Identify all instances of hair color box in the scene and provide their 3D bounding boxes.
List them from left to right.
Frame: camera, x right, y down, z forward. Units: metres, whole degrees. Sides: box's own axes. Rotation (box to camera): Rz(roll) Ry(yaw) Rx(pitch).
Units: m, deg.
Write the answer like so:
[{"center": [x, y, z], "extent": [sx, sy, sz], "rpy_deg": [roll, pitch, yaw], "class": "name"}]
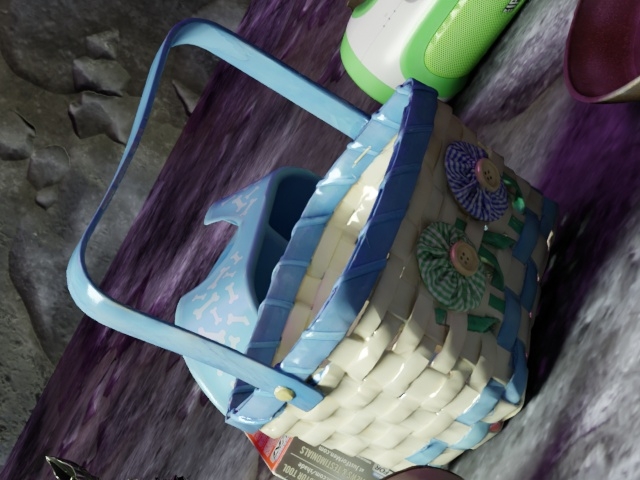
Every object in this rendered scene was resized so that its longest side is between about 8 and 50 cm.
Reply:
[{"center": [0.004, 0.147, 1.337], "extent": [0.053, 0.093, 0.167], "rpy_deg": [-61, 12, 1], "class": "hair color box"}]

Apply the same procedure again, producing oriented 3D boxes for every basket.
[{"center": [0.000, 0.000, 1.208], "extent": [0.201, 0.289, 0.254], "rpy_deg": [124, 166, -49], "class": "basket"}]

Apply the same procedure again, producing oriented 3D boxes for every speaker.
[{"center": [0.137, -0.250, 1.659], "extent": [0.296, 0.131, 0.131], "rpy_deg": [-53, 13, 33], "class": "speaker"}]

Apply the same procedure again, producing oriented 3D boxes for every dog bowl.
[{"center": [-0.022, 0.046, 1.561], "extent": [0.074, 0.166, 0.297], "rpy_deg": [-40, 19, 28], "class": "dog bowl"}]

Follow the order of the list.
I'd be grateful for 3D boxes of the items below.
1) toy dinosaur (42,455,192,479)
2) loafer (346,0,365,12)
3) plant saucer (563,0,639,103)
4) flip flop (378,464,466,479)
[{"center": [-0.075, 0.216, 1.318], "extent": [0.322, 0.218, 0.164], "rpy_deg": [-38, 62, 50], "class": "toy dinosaur"}, {"center": [0.067, -0.364, 2.371], "extent": [0.080, 0.078, 0.220], "rpy_deg": [-48, 16, 48], "class": "loafer"}, {"center": [0.262, -0.212, 1.197], "extent": [0.310, 0.050, 0.310], "rpy_deg": [-55, 14, 21], "class": "plant saucer"}, {"center": [0.007, 0.253, 1.052], "extent": [0.277, 0.112, 0.080], "rpy_deg": [-54, 16, 4], "class": "flip flop"}]
